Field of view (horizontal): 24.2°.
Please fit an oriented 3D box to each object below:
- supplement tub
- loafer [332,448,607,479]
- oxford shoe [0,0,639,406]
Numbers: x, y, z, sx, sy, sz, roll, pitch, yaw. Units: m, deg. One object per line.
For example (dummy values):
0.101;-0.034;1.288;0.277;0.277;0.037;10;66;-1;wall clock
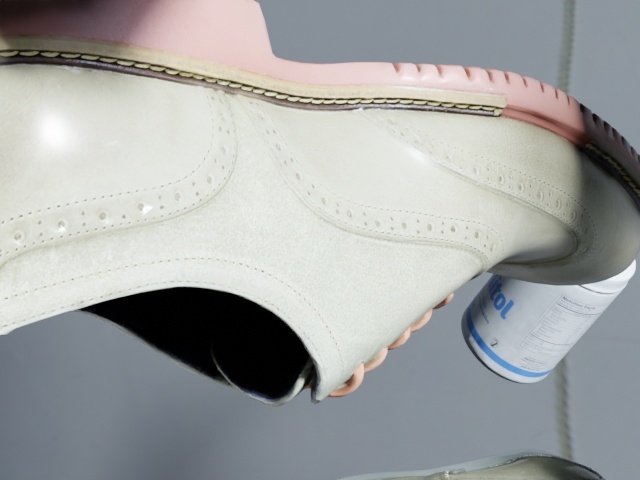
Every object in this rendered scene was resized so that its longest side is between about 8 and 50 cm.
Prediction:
0.145;0.035;0.964;0.071;0.071;0.107;43;126;14;supplement tub
0.070;0.165;0.816;0.087;0.251;0.094;-12;92;55;loafer
0.000;0.000;0.627;0.140;0.397;0.146;-17;71;48;oxford shoe
